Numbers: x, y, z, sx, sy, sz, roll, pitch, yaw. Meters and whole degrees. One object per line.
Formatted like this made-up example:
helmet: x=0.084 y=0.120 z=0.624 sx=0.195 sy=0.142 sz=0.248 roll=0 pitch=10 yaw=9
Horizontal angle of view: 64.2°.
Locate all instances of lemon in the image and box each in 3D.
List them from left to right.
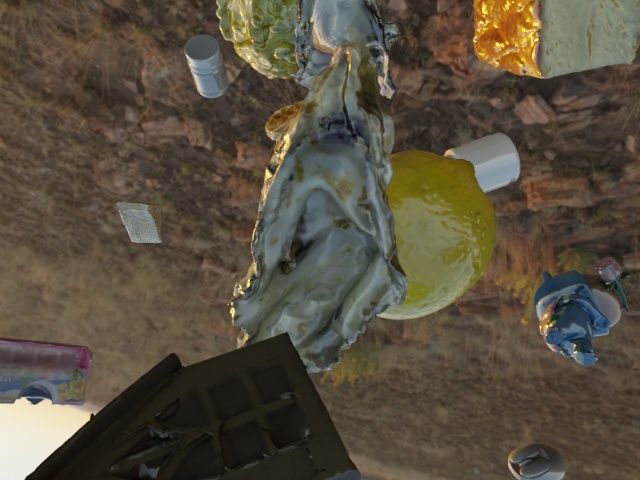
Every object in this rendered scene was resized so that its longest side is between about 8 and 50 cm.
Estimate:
lemon: x=0.166 y=-0.007 z=0.982 sx=0.336 sy=0.336 sz=0.336 roll=14 pitch=156 yaw=6

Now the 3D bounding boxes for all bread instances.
bread: x=-0.433 y=-0.041 z=1.223 sx=0.077 sy=0.105 sz=0.152 roll=1 pitch=-176 yaw=-5
bread: x=-0.066 y=-0.249 z=1.073 sx=0.110 sy=0.083 sz=0.044 roll=-15 pitch=130 yaw=27
bread: x=0.407 y=-0.453 z=0.898 sx=0.207 sy=0.279 sz=0.279 roll=-10 pitch=120 yaw=-1

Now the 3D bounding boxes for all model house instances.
model house: x=-0.112 y=0.194 z=0.358 sx=0.243 sy=0.204 sz=0.211 roll=-17 pitch=120 yaw=-15

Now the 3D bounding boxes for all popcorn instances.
popcorn: x=-0.076 y=-0.435 z=0.966 sx=0.225 sy=0.249 sz=0.249 roll=26 pitch=161 yaw=23

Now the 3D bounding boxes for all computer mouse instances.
computer mouse: x=0.350 y=0.355 z=0.819 sx=0.096 sy=0.066 sz=0.039 roll=4 pitch=118 yaw=-22

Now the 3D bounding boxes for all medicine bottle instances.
medicine bottle: x=-0.190 y=-0.291 z=0.858 sx=0.058 sy=0.058 sz=0.091 roll=14 pitch=157 yaw=6
medicine bottle: x=0.367 y=-0.172 z=1.294 sx=0.236 sy=0.139 sz=0.139 roll=-21 pitch=152 yaw=-2

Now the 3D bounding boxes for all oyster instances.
oyster: x=-0.002 y=-0.002 z=0.456 sx=0.166 sy=0.110 sz=0.341 roll=7 pitch=121 yaw=10
oyster: x=0.026 y=-0.184 z=0.473 sx=0.108 sy=0.053 sz=0.166 roll=24 pitch=165 yaw=9

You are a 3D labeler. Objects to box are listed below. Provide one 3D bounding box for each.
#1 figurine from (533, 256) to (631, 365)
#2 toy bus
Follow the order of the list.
figurine: x=0.367 y=0.099 z=0.705 sx=0.144 sy=0.178 sz=0.114 roll=-39 pitch=89 yaw=34
toy bus: x=-0.531 y=0.217 z=0.843 sx=0.274 sy=0.112 sz=0.090 roll=12 pitch=167 yaw=-25
